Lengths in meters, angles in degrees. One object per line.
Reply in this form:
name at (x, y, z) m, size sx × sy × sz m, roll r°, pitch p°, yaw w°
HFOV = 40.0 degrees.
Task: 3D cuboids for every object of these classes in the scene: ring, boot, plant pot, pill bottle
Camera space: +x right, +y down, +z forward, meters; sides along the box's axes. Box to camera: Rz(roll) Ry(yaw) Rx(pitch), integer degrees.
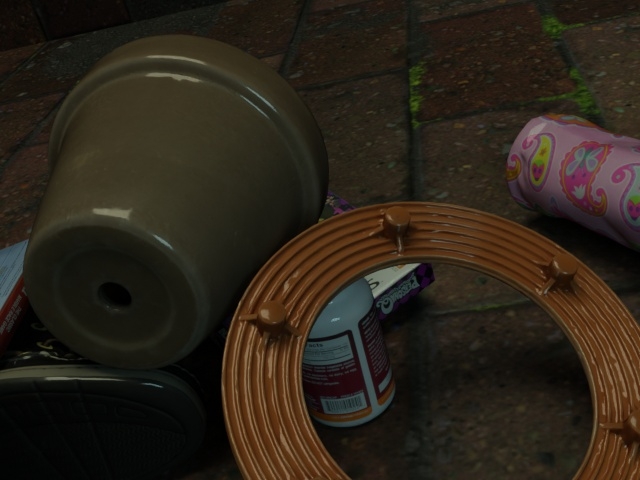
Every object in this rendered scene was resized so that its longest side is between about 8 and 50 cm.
ring at (0.096, 0.099, 0.643) m, size 0.337 × 0.032 × 0.336 m, roll 4°, pitch 53°, yaw -5°
boot at (-0.266, 0.112, 0.872) m, size 0.378 × 0.138 × 0.284 m, roll -12°, pitch 28°, yaw 17°
plant pot at (-0.141, -0.017, 0.755) m, size 0.263 × 0.263 × 0.229 m, roll -6°, pitch 30°, yaw 16°
pill bottle at (0.011, 0.080, 0.765) m, size 0.086 × 0.152 × 0.086 m, roll -11°, pitch 29°, yaw 6°

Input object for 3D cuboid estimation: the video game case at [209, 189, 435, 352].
video game case at (-0.035, 0.036, 0.919) m, size 0.210 × 0.041 × 0.232 m, roll -35°, pitch 44°, yaw -18°

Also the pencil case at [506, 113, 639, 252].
pencil case at (0.311, -0.043, 0.872) m, size 0.124 × 0.124 × 0.284 m, roll -26°, pitch 30°, yaw -18°

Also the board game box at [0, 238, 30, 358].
board game box at (-0.338, 0.092, 0.784) m, size 0.145 × 0.027 × 0.281 m, roll -19°, pitch 27°, yaw 10°
